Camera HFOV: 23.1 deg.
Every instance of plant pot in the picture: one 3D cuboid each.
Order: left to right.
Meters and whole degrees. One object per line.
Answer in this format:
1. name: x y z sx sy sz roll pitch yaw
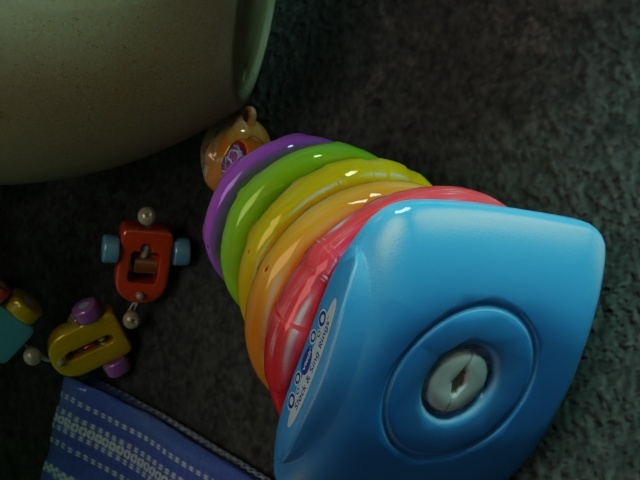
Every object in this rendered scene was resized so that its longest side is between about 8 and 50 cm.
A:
1. plant pot: -0.129 -0.160 0.941 0.191 0.284 0.284 10 91 7

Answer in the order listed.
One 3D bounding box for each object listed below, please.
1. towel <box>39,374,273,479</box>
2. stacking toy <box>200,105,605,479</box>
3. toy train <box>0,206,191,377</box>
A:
1. towel: -0.134 0.282 1.009 0.243 0.040 0.336 24 100 37
2. stacking toy: 0.000 0.000 0.885 0.302 0.166 0.175 46 123 49
3. toy train: -0.172 0.029 1.026 0.046 0.166 0.125 -116 28 -61
